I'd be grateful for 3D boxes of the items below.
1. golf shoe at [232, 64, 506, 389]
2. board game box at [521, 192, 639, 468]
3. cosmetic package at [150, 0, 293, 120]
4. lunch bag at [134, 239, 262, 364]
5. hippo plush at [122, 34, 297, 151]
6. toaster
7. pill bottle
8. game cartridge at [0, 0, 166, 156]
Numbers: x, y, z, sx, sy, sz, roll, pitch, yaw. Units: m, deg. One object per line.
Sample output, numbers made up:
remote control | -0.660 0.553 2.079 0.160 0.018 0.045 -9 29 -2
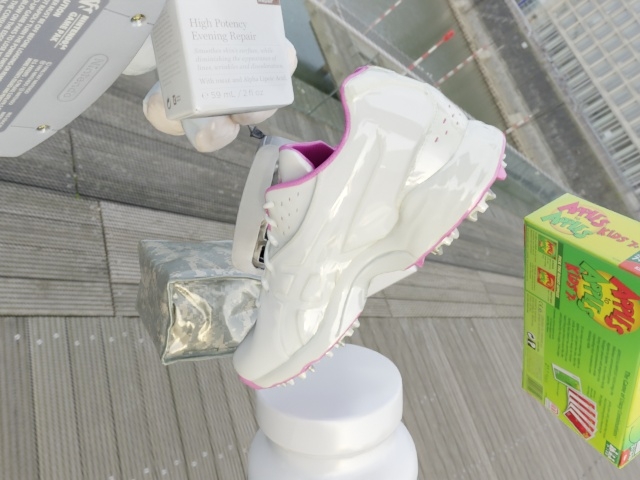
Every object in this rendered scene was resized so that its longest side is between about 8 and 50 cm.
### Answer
golf shoe | 0.000 0.000 0.406 0.140 0.306 0.115 38 24 -6
board game box | 0.193 0.067 0.349 0.092 0.043 0.181 41 -27 51
cosmetic package | -0.108 -0.244 0.493 0.117 0.085 0.231 -17 105 -34
lunch bag | -0.164 0.095 0.892 0.287 0.235 0.169 -1 106 -31
hippo plush | -0.175 -0.294 0.680 0.236 0.234 0.294 42 57 -66
toaster | -0.027 -0.039 0.635 0.185 0.168 0.110 15 14 -8
pill bottle | 0.017 0.331 0.626 0.210 0.210 0.363 -28 120 -58
game cartridge | -0.263 -0.163 0.405 0.198 0.297 0.062 -19 81 -59
